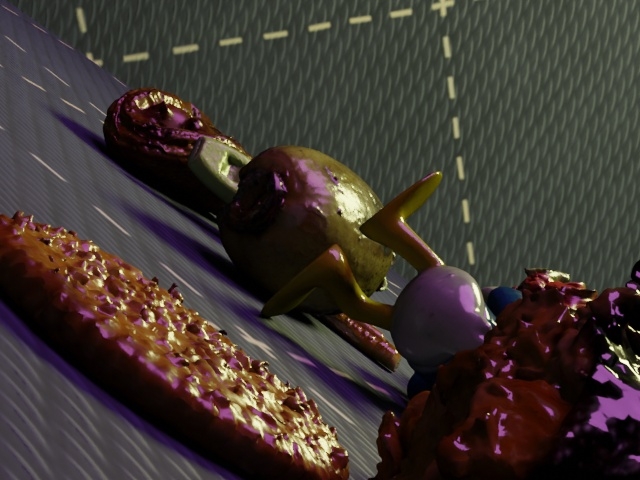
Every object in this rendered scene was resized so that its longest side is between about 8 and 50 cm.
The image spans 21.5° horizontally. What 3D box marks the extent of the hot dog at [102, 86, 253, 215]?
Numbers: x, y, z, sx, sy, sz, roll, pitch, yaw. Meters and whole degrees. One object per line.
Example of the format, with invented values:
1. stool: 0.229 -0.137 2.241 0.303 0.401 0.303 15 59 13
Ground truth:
1. hot dog: -0.155 -0.100 1.933 0.160 0.099 0.227 37 6 32

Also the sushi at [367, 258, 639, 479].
1. sushi: 0.142 0.118 0.871 0.207 0.234 0.348 36 -1 0

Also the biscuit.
1. biscuit: -0.084 0.061 0.959 0.254 0.035 0.254 36 4 -3

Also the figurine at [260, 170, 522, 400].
1. figurine: 0.139 0.131 1.545 0.338 0.204 0.283 49 -1 11

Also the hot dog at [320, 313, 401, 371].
1. hot dog: 0.030 0.088 1.756 0.137 0.028 0.044 35 -4 16

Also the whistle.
1. whistle: -0.028 -0.022 1.871 0.288 0.131 0.106 37 -34 -26

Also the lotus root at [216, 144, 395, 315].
1. lotus root: 0.002 0.000 1.677 0.154 0.154 0.278 38 1 31

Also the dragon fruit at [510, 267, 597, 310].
1. dragon fruit: 0.259 0.159 1.784 0.193 0.192 0.274 -14 81 -37
